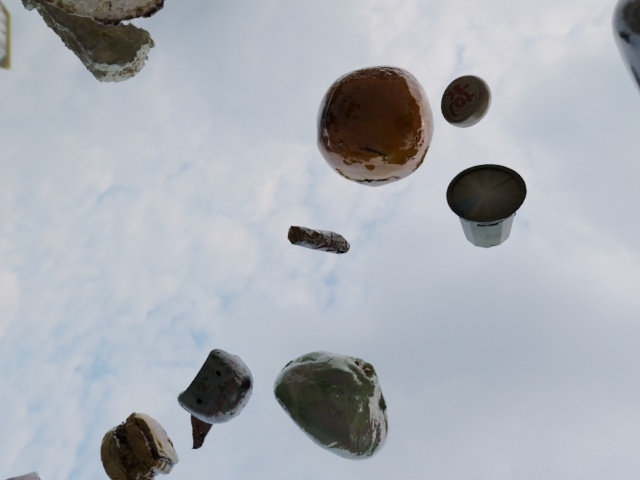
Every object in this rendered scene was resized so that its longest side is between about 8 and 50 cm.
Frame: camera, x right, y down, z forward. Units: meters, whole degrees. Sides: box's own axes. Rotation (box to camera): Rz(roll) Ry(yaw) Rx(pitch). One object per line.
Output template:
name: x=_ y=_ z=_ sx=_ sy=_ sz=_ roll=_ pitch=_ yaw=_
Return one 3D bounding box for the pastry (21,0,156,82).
pastry: x=-0.393 y=-0.368 z=0.731 sx=0.258 sy=0.089 sz=0.121 roll=42 pitch=-107 yaw=14

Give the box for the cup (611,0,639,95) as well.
cup: x=0.398 y=-0.186 z=0.402 sx=0.169 sy=0.176 sz=0.223 roll=-16 pitch=-142 yaw=33

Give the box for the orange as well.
orange: x=0.108 y=-0.228 z=0.854 sx=0.246 sy=0.246 sz=0.246 roll=-13 pitch=-122 yaw=22

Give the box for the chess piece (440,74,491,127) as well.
chess piece: x=0.238 y=-0.228 z=0.683 sx=0.084 sy=0.038 sz=0.083 roll=-2 pitch=-93 yaw=53

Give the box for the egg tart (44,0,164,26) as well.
egg tart: x=-0.243 y=-0.360 z=0.439 sx=0.171 sy=0.215 sz=0.215 roll=9 pitch=-113 yaw=58

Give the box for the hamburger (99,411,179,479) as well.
hamburger: x=-0.595 y=0.691 z=1.368 sx=0.163 sy=0.244 sz=0.244 roll=-39 pitch=-130 yaw=-18

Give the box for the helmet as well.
helmet: x=-0.207 y=0.334 z=0.914 sx=0.107 sy=0.177 sz=0.153 roll=21 pitch=-107 yaw=34

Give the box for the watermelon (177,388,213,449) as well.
watermelon: x=-0.294 y=0.465 z=1.124 sx=0.121 sy=0.098 sz=0.158 roll=-16 pitch=-92 yaw=9

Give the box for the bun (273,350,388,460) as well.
bun: x=0.044 y=0.353 z=0.972 sx=0.293 sy=0.293 sz=0.187 roll=30 pitch=-94 yaw=37

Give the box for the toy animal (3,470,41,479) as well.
toy animal: x=-0.454 y=0.457 z=0.567 sx=0.169 sy=0.195 sz=0.281 roll=-12 pitch=-120 yaw=-27

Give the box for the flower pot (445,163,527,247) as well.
flower pot: x=0.499 y=-0.087 z=1.238 sx=0.213 sy=0.202 sz=0.212 roll=-14 pitch=-128 yaw=19

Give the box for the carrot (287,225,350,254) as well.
carrot: x=0.000 y=0.001 z=1.211 sx=0.069 sy=0.229 sz=0.068 roll=-11 pitch=-106 yaw=42
